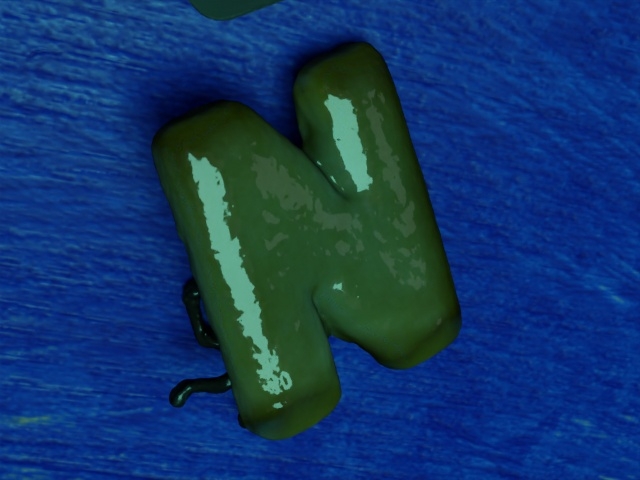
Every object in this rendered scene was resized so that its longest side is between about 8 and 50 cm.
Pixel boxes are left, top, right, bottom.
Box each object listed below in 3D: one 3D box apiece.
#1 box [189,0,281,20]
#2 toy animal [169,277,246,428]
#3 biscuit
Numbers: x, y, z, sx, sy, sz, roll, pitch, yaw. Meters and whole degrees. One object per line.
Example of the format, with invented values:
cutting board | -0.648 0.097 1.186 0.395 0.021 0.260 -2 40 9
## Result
box | -0.021 -0.267 0.967 0.243 0.135 0.163 -15 134 22
toy animal | -0.047 0.072 1.210 0.148 0.084 0.232 16 106 -25
biscuit | 0.000 0.000 1.135 0.237 0.062 0.290 -25 107 -29
